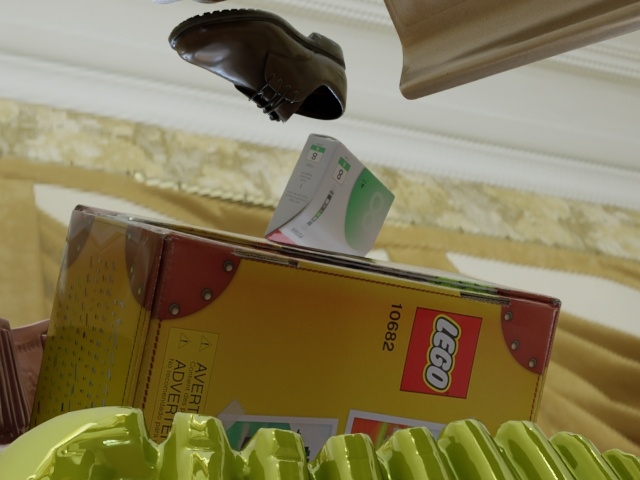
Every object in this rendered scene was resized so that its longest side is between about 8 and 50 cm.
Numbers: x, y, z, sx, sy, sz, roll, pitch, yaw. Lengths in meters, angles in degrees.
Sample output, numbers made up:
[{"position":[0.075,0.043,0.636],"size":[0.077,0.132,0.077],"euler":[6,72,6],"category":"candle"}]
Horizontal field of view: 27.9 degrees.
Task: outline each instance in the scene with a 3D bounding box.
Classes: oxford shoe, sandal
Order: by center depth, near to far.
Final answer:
[{"position":[0.025,0.150,0.513],"size":[0.317,0.126,0.138],"euler":[6,-65,-1],"category":"sandal"},{"position":[-0.293,0.147,1.143],"size":[0.146,0.141,0.397],"euler":[-18,-19,9],"category":"oxford shoe"},{"position":[-0.053,-0.173,1.315],"size":[0.227,0.096,0.083],"euler":[10,-32,-40],"category":"oxford shoe"}]

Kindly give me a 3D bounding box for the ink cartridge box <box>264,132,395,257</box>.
[{"position":[0.000,0.000,1.657],"size":[0.181,0.056,0.225],"euler":[39,-110,-56],"category":"ink cartridge box"}]

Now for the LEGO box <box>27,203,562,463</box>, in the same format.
[{"position":[-0.046,0.251,1.045],"size":[0.372,0.193,0.500],"euler":[11,-89,-32],"category":"LEGO box"}]

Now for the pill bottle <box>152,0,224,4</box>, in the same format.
[{"position":[-0.082,-0.297,1.244],"size":[0.216,0.121,0.121],"euler":[-10,-46,35],"category":"pill bottle"}]

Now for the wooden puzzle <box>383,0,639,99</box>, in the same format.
[{"position":[0.081,-0.269,0.700],"size":[0.080,0.322,0.348],"euler":[-21,-84,-21],"category":"wooden puzzle"}]
